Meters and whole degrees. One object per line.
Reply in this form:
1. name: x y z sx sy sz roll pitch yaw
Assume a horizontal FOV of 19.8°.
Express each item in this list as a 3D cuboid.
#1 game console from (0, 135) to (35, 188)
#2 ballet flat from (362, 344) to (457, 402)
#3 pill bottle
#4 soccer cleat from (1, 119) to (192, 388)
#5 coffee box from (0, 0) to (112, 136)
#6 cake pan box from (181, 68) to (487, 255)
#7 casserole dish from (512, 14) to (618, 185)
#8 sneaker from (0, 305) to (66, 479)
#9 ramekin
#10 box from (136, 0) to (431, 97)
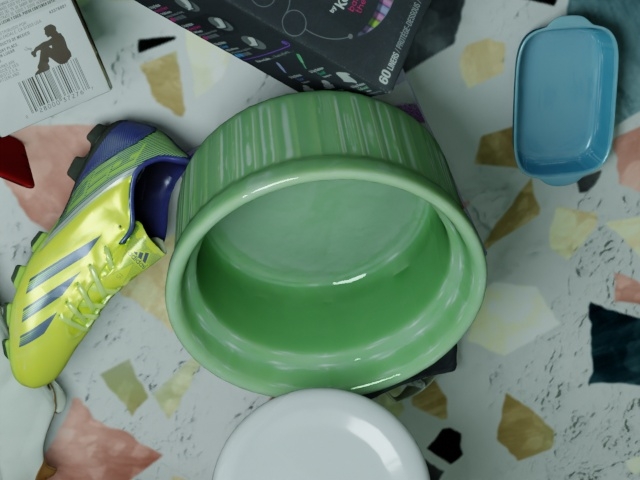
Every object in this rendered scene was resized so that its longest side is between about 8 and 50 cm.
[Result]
1. game console: -0.354 -0.070 1.765 0.124 0.144 0.085 -34 114 0
2. ballet flat: 0.060 0.156 2.007 0.203 0.074 0.074 -23 115 -7
3. pill bottle: -0.007 0.282 1.863 0.210 0.363 0.210 1 75 -2
4. soccer cleat: -0.220 0.020 1.817 0.121 0.093 0.289 23 88 22
5. coffee box: -0.310 -0.268 1.686 0.119 0.168 0.297 -24 114 -4
6. cake pan box: 0.009 -0.031 1.919 0.267 0.070 0.246 -26 113 -2
7. casserole dish: 0.256 -0.152 1.952 0.114 0.037 0.188 -5 113 -13
8. sneaker: -0.333 0.128 1.891 0.123 0.106 0.290 -18 115 -35
9. ramekin: 0.000 0.000 1.766 0.303 0.148 0.303 -4 133 -4
10. box: -0.041 -0.262 1.745 0.270 0.143 0.165 27 77 -22
